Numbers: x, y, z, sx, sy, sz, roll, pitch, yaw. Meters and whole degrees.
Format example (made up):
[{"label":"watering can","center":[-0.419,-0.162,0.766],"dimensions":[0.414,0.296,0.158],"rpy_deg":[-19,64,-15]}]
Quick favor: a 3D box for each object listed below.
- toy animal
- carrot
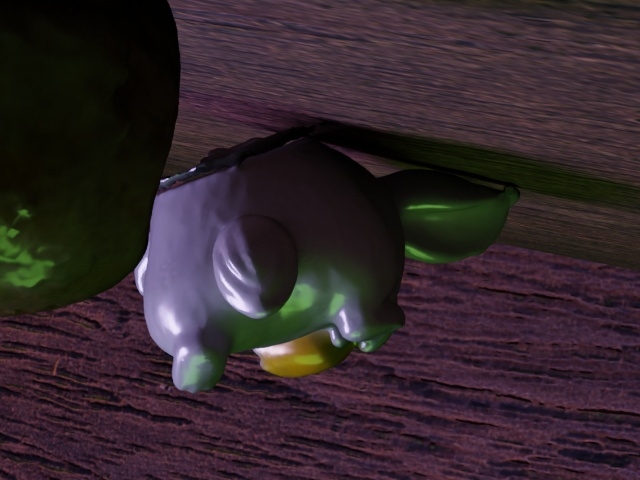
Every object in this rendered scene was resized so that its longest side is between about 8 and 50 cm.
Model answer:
[{"label":"toy animal","center":[-0.007,0.002,1.210],"dimensions":[0.208,0.154,0.325],"rpy_deg":[-13,-174,34]},{"label":"carrot","center":[-0.191,-0.055,0.557],"dimensions":[0.302,0.138,0.139],"rpy_deg":[14,179,-1]}]
